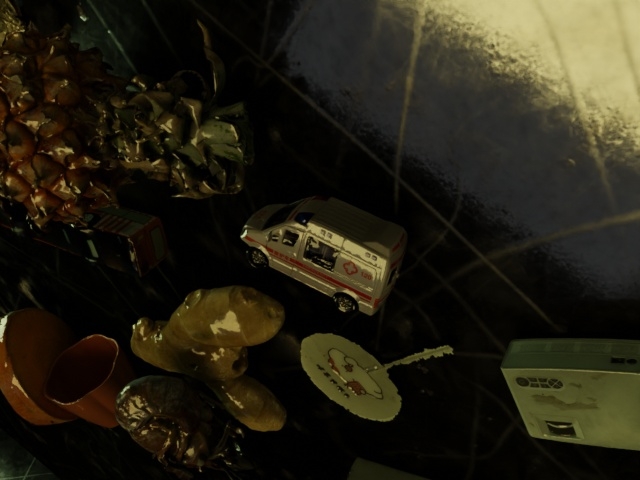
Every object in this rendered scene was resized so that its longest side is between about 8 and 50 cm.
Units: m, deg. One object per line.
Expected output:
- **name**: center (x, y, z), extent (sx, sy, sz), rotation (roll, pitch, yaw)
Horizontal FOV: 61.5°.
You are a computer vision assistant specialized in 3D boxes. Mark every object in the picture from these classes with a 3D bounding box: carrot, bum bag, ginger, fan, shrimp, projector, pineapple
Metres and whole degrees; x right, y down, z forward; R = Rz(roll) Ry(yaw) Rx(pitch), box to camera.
- **carrot**: center (-0.681, 0.304, 1.311), extent (0.100, 0.258, 0.307), rotation (-22, 114, 5)
- **bum bag**: center (-0.285, 0.463, 1.226), extent (0.340, 0.095, 0.144), rotation (7, 154, 21)
- **ginger**: center (-0.222, 0.181, 0.954), extent (0.347, 0.122, 0.363), rotation (16, 143, 15)
- **fan**: center (0.082, 0.194, 0.811), extent (0.191, 0.009, 0.329), rotation (48, 141, -4)
- **shrimp**: center (-0.215, 0.336, 0.946), extent (0.343, 0.145, 0.116), rotation (54, 177, -37)
- **projector**: center (0.292, 0.164, 0.591), extent (0.147, 0.061, 0.115), rotation (-9, 116, 41)
- **pineapple**: center (-0.212, -0.129, 0.657), extent (0.271, 0.263, 0.263), rotation (2, 128, 8)

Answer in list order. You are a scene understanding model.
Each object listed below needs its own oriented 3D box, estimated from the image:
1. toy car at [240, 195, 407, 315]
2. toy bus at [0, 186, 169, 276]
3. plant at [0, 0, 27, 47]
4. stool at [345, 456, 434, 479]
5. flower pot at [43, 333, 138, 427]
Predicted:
- **toy car**: center (0.000, 0.000, 0.659), extent (0.209, 0.089, 0.108), rotation (25, 135, 16)
- **toy bus**: center (-0.451, -0.031, 0.972), extent (0.408, 0.092, 0.093), rotation (15, 129, 27)
- **plant**: center (-0.492, -0.318, 0.801), extent (0.117, 0.104, 0.122), rotation (-57, 44, 13)
- **stool**: center (0.167, 0.546, 0.918), extent (0.269, 0.170, 0.244), rotation (3, 124, 36)
- **flower pot**: center (-0.526, 0.351, 1.288), extent (0.190, 0.191, 0.173), rotation (9, 137, 32)
